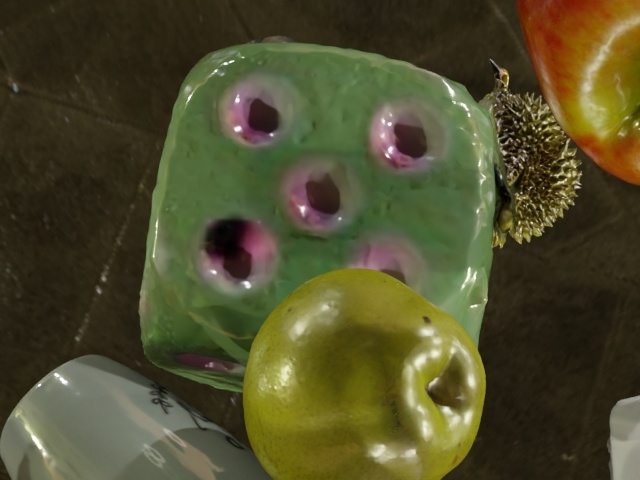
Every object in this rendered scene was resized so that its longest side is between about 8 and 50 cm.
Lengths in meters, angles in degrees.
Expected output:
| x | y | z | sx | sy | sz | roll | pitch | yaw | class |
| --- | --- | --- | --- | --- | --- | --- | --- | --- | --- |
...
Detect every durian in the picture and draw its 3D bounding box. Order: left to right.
| x | y | z | sx | sy | sz | roll | pitch | yaw | class |
| --- | --- | --- | --- | --- | --- | --- | --- | --- | --- |
| 0.238 | -0.096 | 1.399 | 0.138 | 0.193 | 0.237 | 21 | 70 | -24 | durian |

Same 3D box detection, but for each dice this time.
| x | y | z | sx | sy | sz | roll | pitch | yaw | class |
| --- | --- | --- | --- | --- | --- | --- | --- | --- | --- |
| 0.000 | 0.000 | 1.172 | 0.330 | 0.322 | 0.318 | 9 | 76 | -1 | dice |

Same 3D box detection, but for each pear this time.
| x | y | z | sx | sy | sz | roll | pitch | yaw | class |
| --- | --- | --- | --- | --- | --- | --- | --- | --- | --- |
| 0.027 | 0.121 | 0.893 | 0.198 | 0.198 | 0.198 | 0 | 72 | 1 | pear |

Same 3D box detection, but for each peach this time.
| x | y | z | sx | sy | sz | roll | pitch | yaw | class |
| --- | --- | --- | --- | --- | --- | --- | --- | --- | --- |
| 0.255 | -0.165 | 0.702 | 0.249 | 0.245 | 0.274 | 33 | 61 | 13 | peach |

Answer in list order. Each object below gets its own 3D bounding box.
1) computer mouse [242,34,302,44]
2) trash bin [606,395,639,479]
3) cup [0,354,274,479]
| x | y | z | sx | sy | sz | roll | pitch | yaw | class |
| --- | --- | --- | --- | --- | --- | --- | --- | --- | --- |
| -0.039 | -0.201 | 1.452 | 0.122 | 0.217 | 0.073 | -21 | 78 | 28 | computer mouse |
| 0.444 | 0.257 | 1.077 | 0.296 | 0.368 | 0.255 | -10 | 97 | -24 | trash bin |
| -0.155 | 0.238 | 1.038 | 0.234 | 0.258 | 0.186 | 38 | 77 | 25 | cup |
